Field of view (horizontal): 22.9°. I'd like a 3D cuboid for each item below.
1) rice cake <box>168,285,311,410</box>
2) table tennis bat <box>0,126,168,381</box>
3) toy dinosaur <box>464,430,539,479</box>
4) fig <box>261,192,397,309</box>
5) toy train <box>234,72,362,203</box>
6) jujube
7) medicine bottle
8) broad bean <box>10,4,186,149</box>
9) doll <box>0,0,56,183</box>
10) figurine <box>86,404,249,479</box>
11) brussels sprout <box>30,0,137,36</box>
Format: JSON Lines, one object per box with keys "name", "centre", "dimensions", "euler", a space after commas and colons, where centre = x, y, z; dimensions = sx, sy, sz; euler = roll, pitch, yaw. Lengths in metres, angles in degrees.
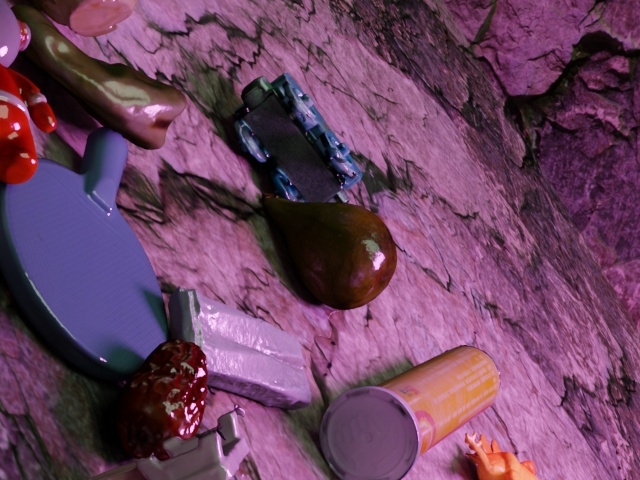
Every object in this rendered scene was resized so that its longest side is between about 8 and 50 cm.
{"name": "rice cake", "centre": [-0.078, 0.111, 1.554], "dimensions": [0.226, 0.040, 0.085], "euler": [28, 50, -57]}
{"name": "table tennis bat", "centre": [-0.213, -0.001, 1.451], "dimensions": [0.215, 0.044, 0.329], "euler": [45, 23, -27]}
{"name": "toy dinosaur", "centre": [0.233, 0.299, 1.979], "dimensions": [0.288, 0.070, 0.117], "euler": [47, 9, -34]}
{"name": "fig", "centre": [0.013, -0.008, 1.885], "dimensions": [0.185, 0.127, 0.133], "euler": [58, 31, 8]}
{"name": "toy train", "centre": [-0.028, -0.120, 2.001], "dimensions": [0.198, 0.107, 0.154], "euler": [53, 9, -4]}
{"name": "jujube", "centre": [-0.133, 0.134, 1.345], "dimensions": [0.077, 0.077, 0.129], "euler": [48, 27, -19]}
{"name": "medicine bottle", "centre": [0.120, 0.190, 1.824], "dimensions": [0.108, 0.108, 0.426], "euler": [57, 19, 8]}
{"name": "broad bean", "centre": [-0.230, -0.161, 1.594], "dimensions": [0.207, 0.072, 0.153], "euler": [29, -1, -31]}
{"name": "doll", "centre": [-0.312, -0.156, 1.405], "dimensions": [0.142, 0.076, 0.245], "euler": [7, 47, -33]}
{"name": "figurine", "centre": [-0.061, 0.266, 1.220], "dimensions": [0.256, 0.145, 0.182], "euler": [62, -15, 3]}
{"name": "brussels sprout", "centre": [-0.260, -0.311, 1.703], "dimensions": [0.180, 0.144, 0.161], "euler": [60, 16, 10]}
